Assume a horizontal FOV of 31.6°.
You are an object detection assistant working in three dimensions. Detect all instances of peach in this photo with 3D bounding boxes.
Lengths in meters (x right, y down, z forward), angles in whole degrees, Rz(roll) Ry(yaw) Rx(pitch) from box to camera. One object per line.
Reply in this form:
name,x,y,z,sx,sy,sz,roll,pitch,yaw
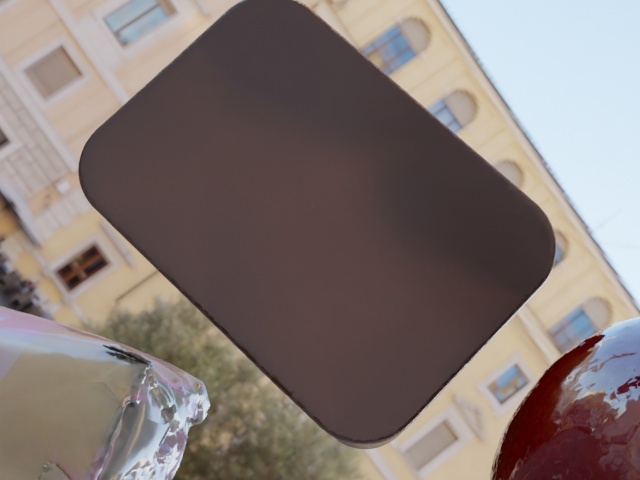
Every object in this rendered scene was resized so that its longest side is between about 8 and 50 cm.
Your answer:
peach,0.199,0.145,0.657,0.199,0.244,0.243,71,-15,-12

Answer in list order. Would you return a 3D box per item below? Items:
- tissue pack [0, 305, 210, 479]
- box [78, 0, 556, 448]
tissue pack,-0.212,0.132,0.587,0.257,0.215,0.123,13,-22,25
box,0.000,0.000,0.980,0.339,0.239,0.229,43,-9,12
